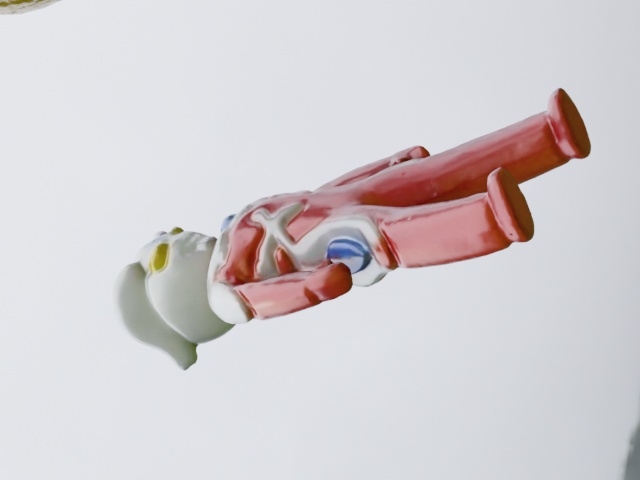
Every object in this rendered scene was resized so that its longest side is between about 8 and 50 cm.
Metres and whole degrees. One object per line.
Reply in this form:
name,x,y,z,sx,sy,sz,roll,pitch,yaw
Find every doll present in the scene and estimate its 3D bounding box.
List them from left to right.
doll,0.000,0.000,1.089,0.099,0.384,0.188,59,-146,-13

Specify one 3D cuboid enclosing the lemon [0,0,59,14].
lemon,-0.255,-0.265,1.179,0.187,0.244,0.187,-4,-90,-77
